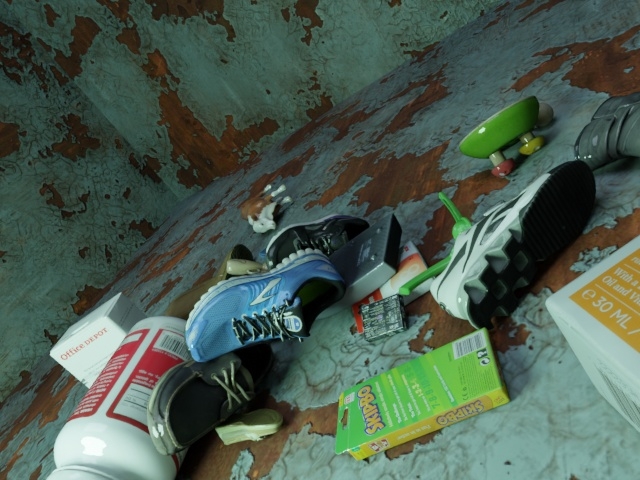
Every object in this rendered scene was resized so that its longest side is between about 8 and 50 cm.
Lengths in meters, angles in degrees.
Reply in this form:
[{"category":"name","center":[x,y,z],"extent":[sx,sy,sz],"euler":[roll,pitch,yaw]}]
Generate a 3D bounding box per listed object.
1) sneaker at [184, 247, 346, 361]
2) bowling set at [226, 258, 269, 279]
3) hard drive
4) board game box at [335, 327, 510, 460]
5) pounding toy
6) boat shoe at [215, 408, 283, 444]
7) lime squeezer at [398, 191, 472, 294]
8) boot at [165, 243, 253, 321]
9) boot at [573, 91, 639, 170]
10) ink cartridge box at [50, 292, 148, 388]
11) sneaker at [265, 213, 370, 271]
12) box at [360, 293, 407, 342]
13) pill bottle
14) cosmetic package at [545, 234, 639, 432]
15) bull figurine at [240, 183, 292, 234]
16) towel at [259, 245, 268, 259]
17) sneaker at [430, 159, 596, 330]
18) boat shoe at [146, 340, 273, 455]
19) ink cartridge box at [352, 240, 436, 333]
[{"category":"sneaker","center":[-0.097,0.129,0.999],"extent":[0.329,0.130,0.147],"euler":[-29,33,-17]},{"category":"bowling set","center":[-0.146,0.171,1.255],"extent":[0.154,0.200,0.287],"euler":[4,21,-12]},{"category":"hard drive","center":[0.067,0.064,1.125],"extent":[0.254,0.054,0.172],"euler":[-37,23,37]},{"category":"board game box","center":[0.136,0.225,0.771],"extent":[0.259,0.039,0.124],"euler":[-28,23,20]},{"category":"pounding toy","center":[0.414,-0.210,1.147],"extent":[0.183,0.110,0.236],"euler":[-37,-11,37]},{"category":"boat shoe","center":[-0.125,0.341,0.964],"extent":[0.152,0.048,0.056],"euler":[-18,8,30]},{"category":"lime squeezer","center":[0.244,0.003,0.999],"extent":[0.109,0.059,0.310],"euler":[-10,33,34]},{"category":"boot","center":[-0.353,0.140,1.683],"extent":[0.269,0.089,0.236],"euler":[-29,23,28]},{"category":"boot","center":[0.590,-0.251,0.896],"extent":[0.338,0.118,0.222],"euler":[-40,15,-14]},{"category":"ink cartridge box","center":[-0.484,0.292,1.324],"extent":[0.198,0.273,0.115],"euler":[-32,22,16]},{"category":"sneaker","center":[0.000,0.000,1.272],"extent":[0.283,0.107,0.124],"euler":[-28,19,-37]},{"category":"box","center":[0.114,0.140,0.963],"extent":[0.083,0.018,0.067],"euler":[-26,52,31]},{"category":"pill bottle","center":[-0.360,0.359,1.047],"extent":[0.228,0.229,0.408],"euler":[-28,23,27]},{"category":"cosmetic package","center":[0.468,0.024,0.456],"extent":[0.453,0.162,0.230],"euler":[-36,21,5]},{"category":"bull figurine","center":[-0.205,-0.117,1.949],"extent":[0.188,0.101,0.310],"euler":[-40,23,-13]},{"category":"towel","center":[-0.141,0.038,1.620],"extent":[0.067,0.029,0.119],"euler":[-43,21,-14]},{"category":"sneaker","center":[0.300,-0.013,0.862],"extent":[0.330,0.122,0.146],"euler":[-43,23,-11]},{"category":"boat shoe","center":[-0.193,0.265,1.012],"extent":[0.130,0.133,0.355],"euler":[-22,8,19]},{"category":"ink cartridge box","center":[0.130,0.088,1.051],"extent":[0.179,0.045,0.145],"euler":[-33,21,9]}]
